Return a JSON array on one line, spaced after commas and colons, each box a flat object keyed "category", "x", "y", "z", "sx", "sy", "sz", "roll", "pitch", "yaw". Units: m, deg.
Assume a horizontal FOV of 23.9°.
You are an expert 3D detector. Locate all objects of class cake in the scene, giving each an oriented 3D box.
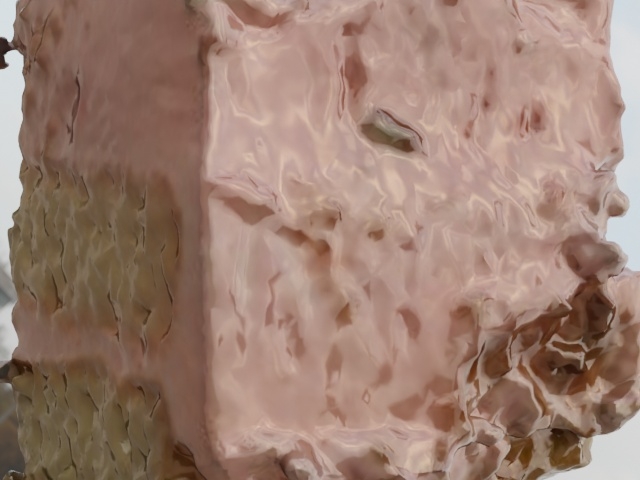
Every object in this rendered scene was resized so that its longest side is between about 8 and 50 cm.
[{"category": "cake", "x": 0.000, "y": 0.000, "z": 0.853, "sx": 0.293, "sy": 0.314, "sz": 0.307, "roll": -5, "pitch": -95, "yaw": 58}]
